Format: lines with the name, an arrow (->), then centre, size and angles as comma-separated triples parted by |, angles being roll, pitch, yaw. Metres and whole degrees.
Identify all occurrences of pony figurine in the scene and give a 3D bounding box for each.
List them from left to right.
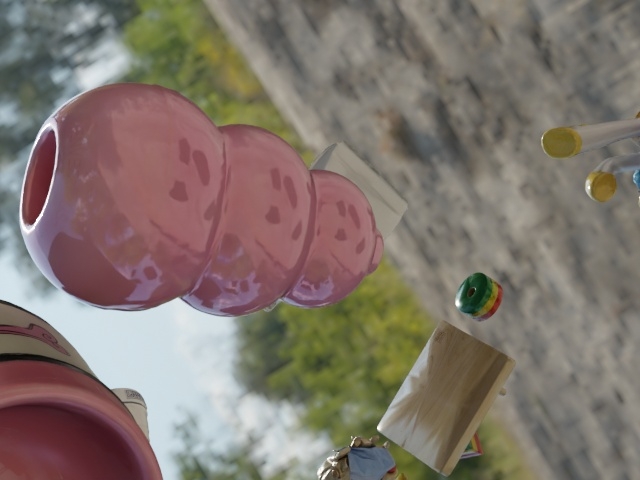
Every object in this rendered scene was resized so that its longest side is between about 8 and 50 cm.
pony figurine -> 0.503, -0.143, 2.362 | 0.363, 0.351, 0.303 | -28, -68, -50

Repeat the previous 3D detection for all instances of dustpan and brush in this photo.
dustpan and brush -> 0.000, 0.000, 2.281 | 0.147, 0.211, 0.060 | 42, 161, -34

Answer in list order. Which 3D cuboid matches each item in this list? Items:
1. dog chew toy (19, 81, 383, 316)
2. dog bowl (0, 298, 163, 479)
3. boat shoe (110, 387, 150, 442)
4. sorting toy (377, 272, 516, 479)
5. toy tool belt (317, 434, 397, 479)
dog chew toy -> -0.098, -0.021, 1.709 | 0.332, 0.207, 0.206 | 14, -153, -23
dog bowl -> -0.305, 0.261, 1.611 | 0.150, 0.408, 0.408 | 21, 155, 45
boat shoe -> -0.308, 0.264, 2.192 | 0.095, 0.258, 0.084 | 32, -149, -46
sorting toy -> 0.131, 0.171, 1.894 | 0.046, 0.274, 0.132 | 32, 178, -31
toy tool belt -> 0.041, 0.194, 1.636 | 0.083, 0.051, 0.052 | -4, -136, -38
